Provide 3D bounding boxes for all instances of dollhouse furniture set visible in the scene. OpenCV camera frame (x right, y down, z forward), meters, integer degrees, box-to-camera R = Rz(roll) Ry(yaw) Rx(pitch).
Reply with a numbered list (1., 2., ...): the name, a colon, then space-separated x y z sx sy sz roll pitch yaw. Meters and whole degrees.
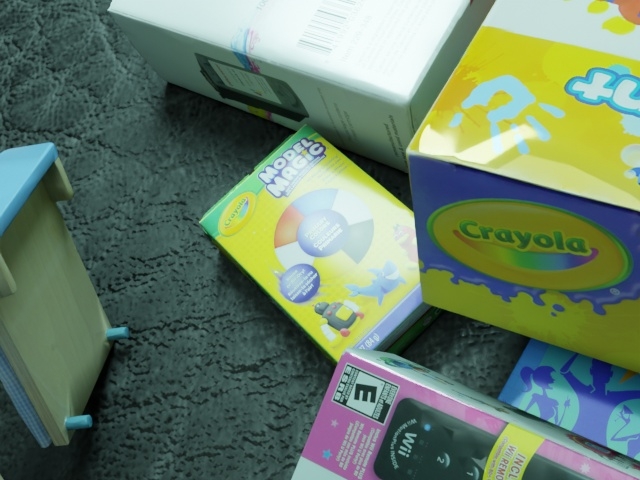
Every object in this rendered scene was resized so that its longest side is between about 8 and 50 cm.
1. dollhouse furniture set: -0.274 0.122 0.674 0.198 0.286 0.303 -8 34 12

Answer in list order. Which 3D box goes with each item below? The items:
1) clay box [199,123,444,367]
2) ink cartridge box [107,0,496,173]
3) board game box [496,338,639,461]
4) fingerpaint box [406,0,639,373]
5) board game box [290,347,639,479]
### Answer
1. clay box: 0.000 0.000 0.736 0.127 0.053 0.222 -44 62 -8
2. ink cartridge box: 0.007 -0.216 0.797 0.306 0.131 0.226 24 74 26
3. board game box: 0.231 0.087 0.629 0.160 0.047 0.210 25 73 25
4. fingerpaint box: 0.333 -0.073 0.575 0.444 0.163 0.371 17 56 23
5. board game box: 0.118 0.223 0.541 0.303 0.097 0.224 21 87 24
